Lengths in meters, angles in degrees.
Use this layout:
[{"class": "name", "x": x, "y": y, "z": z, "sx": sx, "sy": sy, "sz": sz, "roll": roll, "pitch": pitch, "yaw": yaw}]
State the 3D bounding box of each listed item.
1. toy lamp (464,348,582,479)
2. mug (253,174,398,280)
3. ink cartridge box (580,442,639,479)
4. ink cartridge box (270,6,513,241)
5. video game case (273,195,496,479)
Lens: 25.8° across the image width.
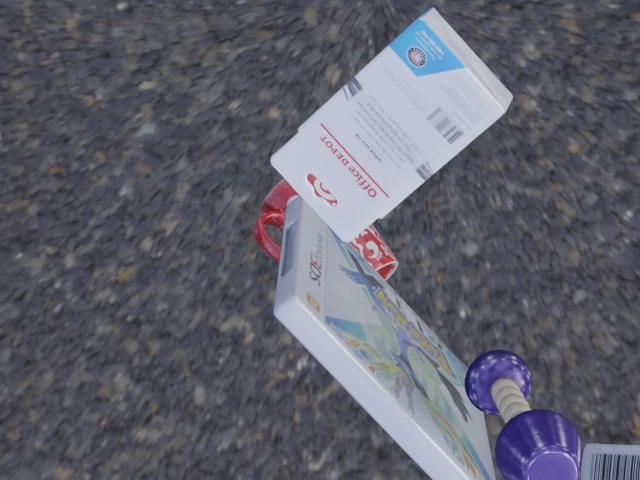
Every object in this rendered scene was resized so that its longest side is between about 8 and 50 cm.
[{"class": "toy lamp", "x": 0.187, "y": 0.170, "z": 1.303, "sx": 0.080, "sy": 0.274, "sz": 0.080, "roll": -1, "pitch": 101, "yaw": -4}, {"class": "mug", "x": 0.002, "y": 0.002, "z": 1.828, "sx": 0.150, "sy": 0.113, "sz": 0.169, "roll": -35, "pitch": 75, "yaw": -12}, {"class": "ink cartridge box", "x": 0.528, "y": 0.283, "z": 1.518, "sx": 0.385, "sy": 0.308, "sz": 0.091, "roll": 10, "pitch": 78, "yaw": -28}, {"class": "ink cartridge box", "x": 0.057, "y": -0.095, "z": 1.166, "sx": 0.180, "sy": 0.060, "sz": 0.104, "roll": -40, "pitch": 96, "yaw": 23}, {"class": "video game case", "x": 0.074, "y": 0.121, "z": 1.545, "sx": 0.036, "sy": 0.300, "sz": 0.329, "roll": -38, "pitch": 106, "yaw": 15}]
